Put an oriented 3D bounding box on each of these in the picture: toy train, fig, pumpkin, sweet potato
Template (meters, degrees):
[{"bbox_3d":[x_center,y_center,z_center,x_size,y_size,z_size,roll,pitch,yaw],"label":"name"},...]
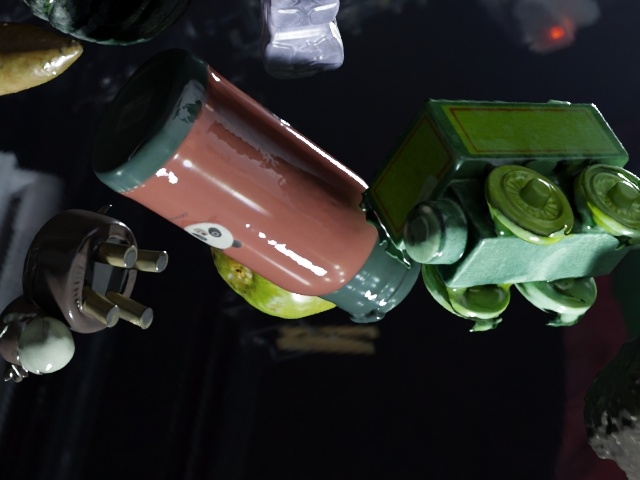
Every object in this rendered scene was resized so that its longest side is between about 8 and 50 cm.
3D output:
[{"bbox_3d":[0.181,-0.032,1.311,0.272,0.159,0.188,-2,-129,-35],"label":"toy train"},{"bbox_3d":[-0.010,0.014,1.661,0.234,0.167,0.167,8,-112,-31],"label":"fig"},{"bbox_3d":[-0.218,-0.288,1.382,0.221,0.162,0.220,28,-160,-11],"label":"pumpkin"},{"bbox_3d":[-0.375,-0.156,1.324,0.108,0.346,0.079,-10,-91,-83],"label":"sweet potato"}]

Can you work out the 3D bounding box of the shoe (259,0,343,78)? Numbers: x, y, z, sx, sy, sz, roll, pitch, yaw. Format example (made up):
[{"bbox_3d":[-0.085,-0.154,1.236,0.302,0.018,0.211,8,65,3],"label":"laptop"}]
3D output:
[{"bbox_3d":[-0.025,-0.279,1.604,0.245,0.095,0.137,90,175,-69],"label":"shoe"}]

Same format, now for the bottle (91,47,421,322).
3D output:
[{"bbox_3d":[-0.047,-0.036,1.358,0.336,0.144,0.144,35,-132,-30],"label":"bottle"}]

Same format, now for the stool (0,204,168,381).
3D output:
[{"bbox_3d":[-0.251,0.058,1.471,0.217,0.121,0.125,-58,-28,-23],"label":"stool"}]

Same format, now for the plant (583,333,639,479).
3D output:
[{"bbox_3d":[0.351,0.137,1.299,0.149,0.274,0.146,25,-109,-7],"label":"plant"}]
